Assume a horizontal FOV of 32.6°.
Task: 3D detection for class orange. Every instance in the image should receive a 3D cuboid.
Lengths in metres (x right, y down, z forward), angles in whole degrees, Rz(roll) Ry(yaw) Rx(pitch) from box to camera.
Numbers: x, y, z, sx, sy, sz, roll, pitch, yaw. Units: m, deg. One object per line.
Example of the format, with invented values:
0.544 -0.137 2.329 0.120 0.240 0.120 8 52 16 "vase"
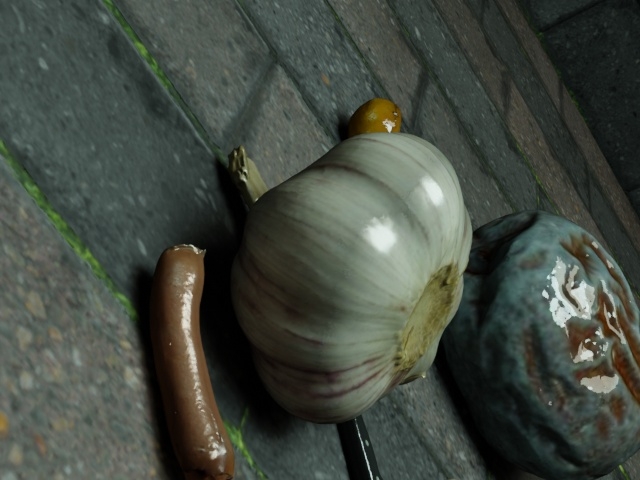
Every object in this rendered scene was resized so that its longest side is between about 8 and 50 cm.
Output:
0.062 -0.126 1.269 0.086 0.062 0.086 13 90 -85 "orange"

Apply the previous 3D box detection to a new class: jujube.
0.267 0.127 1.259 0.308 0.215 0.246 59 25 -16 "jujube"

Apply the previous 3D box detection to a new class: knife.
0.025 0.120 1.012 0.072 0.019 0.245 28 41 -56 "knife"

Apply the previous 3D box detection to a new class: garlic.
0.000 0.000 0.915 0.253 0.245 0.245 35 9 29 "garlic"

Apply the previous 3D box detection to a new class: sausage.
-0.091 0.087 0.766 0.040 0.047 0.176 53 22 -64 "sausage"

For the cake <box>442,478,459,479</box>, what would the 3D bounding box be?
0.015 0.309 0.557 0.308 0.230 0.237 63 21 0 "cake"
